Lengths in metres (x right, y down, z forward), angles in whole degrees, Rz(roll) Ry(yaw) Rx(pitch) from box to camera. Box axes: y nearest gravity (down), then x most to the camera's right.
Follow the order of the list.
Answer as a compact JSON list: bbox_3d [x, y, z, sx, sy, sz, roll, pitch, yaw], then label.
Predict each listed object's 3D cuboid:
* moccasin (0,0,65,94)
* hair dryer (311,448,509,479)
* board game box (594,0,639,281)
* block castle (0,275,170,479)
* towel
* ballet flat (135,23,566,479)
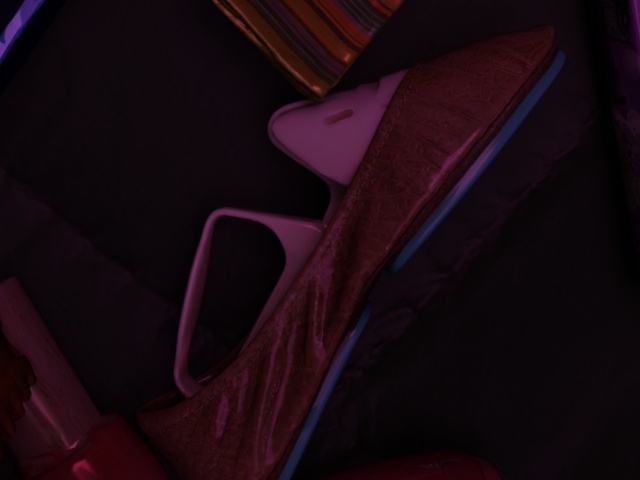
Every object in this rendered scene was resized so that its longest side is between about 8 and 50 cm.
[{"bbox_3d":[-0.207,-0.111,0.464,0.117,0.138,0.342,37,80,-15],"label":"moccasin"},{"bbox_3d":[0.058,0.242,0.627,0.293,0.080,0.223,35,94,-19],"label":"hair dryer"},{"bbox_3d":[0.268,-0.146,0.583,0.208,0.056,0.347,-19,108,-10],"label":"board game box"},{"bbox_3d":[-0.289,0.225,0.429,0.453,0.303,0.213,-28,102,-5],"label":"block castle"},{"bbox_3d":[0.038,-0.194,0.513,0.102,0.021,0.237,43,78,-20],"label":"towel"},{"bbox_3d":[0.000,0.000,0.550,0.124,0.116,0.342,33,99,1],"label":"ballet flat"}]
